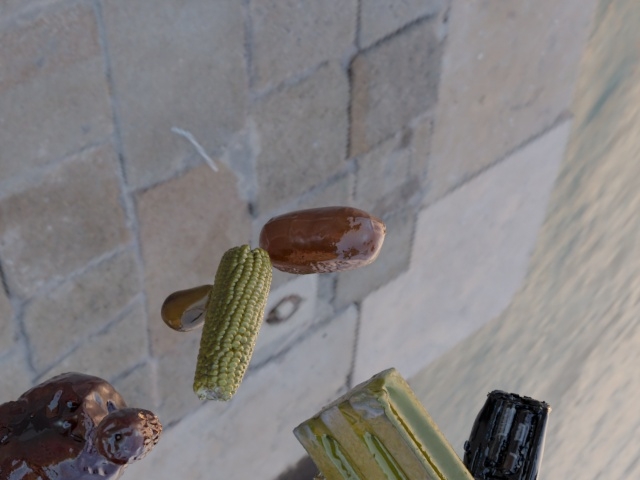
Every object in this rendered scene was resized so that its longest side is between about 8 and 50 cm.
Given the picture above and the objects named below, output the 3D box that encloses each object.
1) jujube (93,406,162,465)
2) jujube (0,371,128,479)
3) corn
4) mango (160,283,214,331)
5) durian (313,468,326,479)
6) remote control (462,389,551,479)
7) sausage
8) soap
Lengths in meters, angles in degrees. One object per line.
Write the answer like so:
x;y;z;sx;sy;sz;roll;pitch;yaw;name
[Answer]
-0.254;0.256;1.387;0.077;0.077;0.129;-51;175;5;jujube
-0.556;0.426;2.097;0.376;0.277;0.276;-33;156;21;jujube
-0.145;0.124;1.762;0.101;0.101;0.310;86;12;-52;corn
-0.232;0.122;1.895;0.127;0.077;0.063;-25;-165;12;mango
0.057;0.378;1.772;0.140;0.078;0.224;-51;-178;-43;durian
0.276;0.423;1.685;0.062;0.144;0.399;66;38;-50;remote control
-0.002;-0.001;1.935;0.133;0.258;0.133;9;79;-56;sausage
0.122;0.359;1.554;0.199;0.315;0.091;-39;175;41;soap
